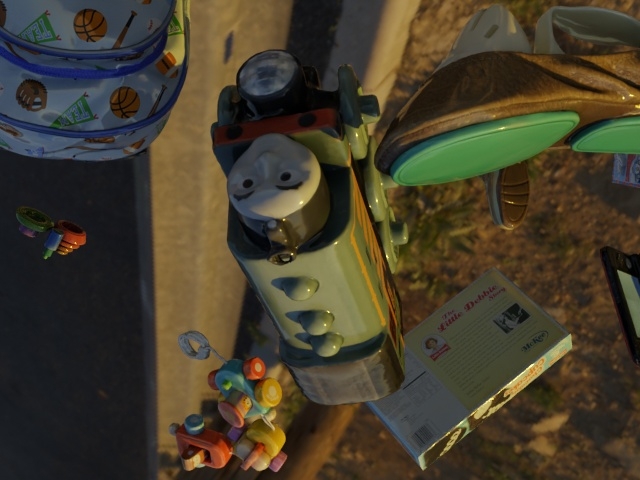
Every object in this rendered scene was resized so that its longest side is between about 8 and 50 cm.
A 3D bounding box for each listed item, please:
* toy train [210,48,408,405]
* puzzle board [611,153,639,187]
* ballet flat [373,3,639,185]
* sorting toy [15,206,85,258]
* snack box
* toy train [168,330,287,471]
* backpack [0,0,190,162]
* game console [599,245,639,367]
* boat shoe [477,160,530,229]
[{"bbox_3d":[0.000,0.000,0.803,0.142,0.190,0.334,-8,145,9],"label":"toy train"},{"bbox_3d":[0.392,-0.128,1.157,0.096,0.011,0.128,-153,63,-66],"label":"puzzle board"},{"bbox_3d":[0.178,-0.121,0.729,0.116,0.342,0.124,136,122,-62],"label":"ballet flat"},{"bbox_3d":[-0.360,-0.005,1.257,0.102,0.042,0.061,21,-163,-34],"label":"sorting toy"},{"bbox_3d":[0.230,0.203,1.567,0.187,0.322,0.060,46,167,36],"label":"snack box"},{"bbox_3d":[-0.093,0.164,0.852,0.125,0.046,0.166,17,130,17],"label":"toy train"},{"bbox_3d":[-0.239,-0.214,0.931,0.276,0.264,0.213,-2,175,-12],"label":"backpack"},{"bbox_3d":[0.395,0.069,1.081,0.085,0.144,0.124,-26,154,33],"label":"game console"},{"bbox_3d":[0.267,-0.101,1.421,0.068,0.190,0.072,22,153,-34],"label":"boat shoe"}]
